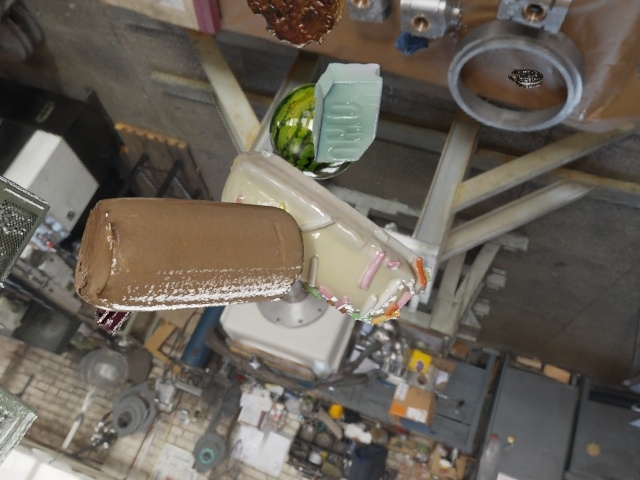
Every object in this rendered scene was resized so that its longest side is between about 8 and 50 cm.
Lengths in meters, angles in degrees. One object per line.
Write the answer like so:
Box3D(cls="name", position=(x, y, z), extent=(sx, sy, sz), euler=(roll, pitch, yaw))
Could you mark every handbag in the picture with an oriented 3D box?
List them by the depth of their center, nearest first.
Box3D(cls="handbag", position=(-0.452, 0.117, 1.339), extent=(0.074, 0.216, 0.203), euler=(42, 170, -15))

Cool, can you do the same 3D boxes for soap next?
Box3D(cls="soap", position=(0.056, -0.279, 1.274), extent=(0.145, 0.091, 0.231), euler=(-1, 136, -4))

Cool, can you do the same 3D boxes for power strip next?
Box3D(cls="power strip", position=(-0.650, 0.305, 1.005), extent=(0.139, 0.140, 0.224), euler=(17, 147, 21))

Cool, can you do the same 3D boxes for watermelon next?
Box3D(cls="watermelon", position=(-0.012, -0.326, 1.680), extent=(0.285, 0.285, 0.285), euler=(19, 157, 8))

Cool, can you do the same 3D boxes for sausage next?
Box3D(cls="sausage", position=(-0.143, 0.014, 0.619), extent=(0.123, 0.123, 0.252), euler=(2, 179, 40))

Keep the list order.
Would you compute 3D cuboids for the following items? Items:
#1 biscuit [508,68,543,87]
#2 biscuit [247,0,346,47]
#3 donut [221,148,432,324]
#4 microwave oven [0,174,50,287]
Box3D(cls="biscuit", position=(0.493, -0.393, 1.357), extent=(0.089, 0.087, 0.027), euler=(23, 131, 34))
Box3D(cls="biscuit", position=(-0.068, -0.705, 1.591), extent=(0.334, 0.081, 0.290), euler=(24, 128, 25))
Box3D(cls="donut", position=(0.000, 0.000, 0.912), extent=(0.382, 0.142, 0.382), euler=(35, -178, -1))
Box3D(cls="microwave oven", position=(-0.696, -0.079, 0.847), extent=(0.374, 0.236, 0.432), euler=(26, 170, 12))
